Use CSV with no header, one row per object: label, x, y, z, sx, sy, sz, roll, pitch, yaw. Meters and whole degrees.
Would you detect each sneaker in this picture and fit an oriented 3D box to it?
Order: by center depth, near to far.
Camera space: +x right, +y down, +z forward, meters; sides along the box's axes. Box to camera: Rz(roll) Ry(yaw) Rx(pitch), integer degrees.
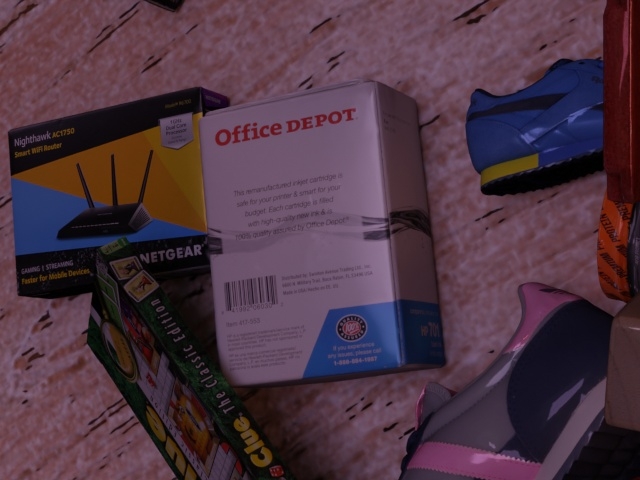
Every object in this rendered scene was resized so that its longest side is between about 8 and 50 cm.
sneaker,0.189,-0.089,0.872,0.209,0.069,0.082,-13,75,25
sneaker,0.087,0.167,0.890,0.319,0.112,0.131,-48,50,12

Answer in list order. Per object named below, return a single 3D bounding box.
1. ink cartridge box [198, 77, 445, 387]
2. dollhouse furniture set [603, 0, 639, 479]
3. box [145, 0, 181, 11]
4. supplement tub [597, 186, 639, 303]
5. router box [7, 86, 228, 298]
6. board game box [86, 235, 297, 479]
ink cartridge box,0.000,0.000,0.949,0.140,0.082,0.190,-9,80,26
dollhouse furniture set,0.249,0.045,0.675,0.201,0.152,0.374,5,103,26
box,-0.124,-0.313,1.061,0.175,0.051,0.220,39,102,24
supplement tub,0.264,0.003,0.797,0.190,0.117,0.117,9,89,28
router box,-0.150,-0.032,1.048,0.179,0.046,0.133,-10,80,26
board game box,-0.083,0.132,0.962,0.030,0.136,0.259,-28,66,-25
